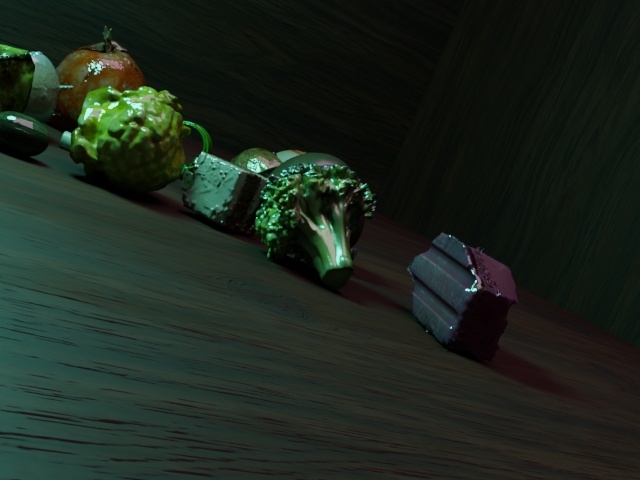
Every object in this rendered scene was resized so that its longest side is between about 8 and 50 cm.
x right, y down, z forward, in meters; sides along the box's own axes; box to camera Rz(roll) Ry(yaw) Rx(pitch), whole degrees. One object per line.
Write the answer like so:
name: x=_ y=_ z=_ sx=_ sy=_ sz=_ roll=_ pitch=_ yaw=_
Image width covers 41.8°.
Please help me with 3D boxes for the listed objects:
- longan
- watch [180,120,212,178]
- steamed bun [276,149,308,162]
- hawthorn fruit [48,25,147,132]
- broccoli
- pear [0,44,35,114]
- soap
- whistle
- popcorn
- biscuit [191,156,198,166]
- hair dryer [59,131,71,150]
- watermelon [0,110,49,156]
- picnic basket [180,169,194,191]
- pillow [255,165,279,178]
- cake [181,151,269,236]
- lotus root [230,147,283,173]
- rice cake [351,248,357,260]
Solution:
longan: x=-0.021 y=-0.079 z=1.872 sx=0.215 sy=0.246 sz=0.246 roll=1 pitch=20 yaw=-40
watch: x=-0.350 y=-0.239 z=2.265 sx=0.165 sy=0.152 sz=0.131 roll=22 pitch=4 yaw=2
steamed bun: x=-0.052 y=-0.182 z=2.619 sx=0.283 sy=0.177 sz=0.283 roll=27 pitch=0 yaw=0
hawthorn fruit: x=-0.572 y=-0.403 z=2.183 sx=0.276 sy=0.307 sz=0.276 roll=18 pitch=20 yaw=-7
broccoli: x=0.005 y=-0.028 z=1.594 sx=0.263 sy=0.247 sz=0.243 roll=82 pitch=-12 yaw=-55
pear: x=-0.719 y=-0.318 z=1.609 sx=0.255 sy=0.164 sz=0.238 roll=18 pitch=17 yaw=0
soap: x=0.255 y=0.091 z=1.577 sx=0.112 sy=0.182 sz=0.289 roll=25 pitch=6 yaw=-20
whistle: x=-0.714 y=-0.323 z=1.810 sx=0.348 sy=0.189 sz=0.189 roll=0 pitch=12 yaw=-13
popcorn: x=-0.381 y=-0.198 z=1.641 sx=0.251 sy=0.206 sz=0.237 roll=-5 pitch=41 yaw=-40
biscuit: x=-0.216 y=-0.137 z=2.028 sx=0.215 sy=0.034 sz=0.182 roll=36 pitch=-20 yaw=-17
hair dryer: x=-0.553 y=-0.217 z=1.907 sx=0.063 sy=0.038 sz=0.124 roll=24 pitch=-1 yaw=-12
watermelon: x=-0.548 y=-0.193 z=1.520 sx=0.111 sy=0.078 sz=0.078 roll=20 pitch=7 yaw=-32
picnic basket: x=-0.234 y=-0.102 z=1.959 sx=0.193 sy=0.055 sz=0.110 roll=27 pitch=1 yaw=13
pillow: x=-0.072 y=-0.110 z=2.025 sx=0.130 sy=0.033 sz=0.217 roll=-14 pitch=-38 yaw=39
cake: x=-0.187 y=-0.095 z=1.719 sx=0.134 sy=0.135 sz=0.147 roll=26 pitch=2 yaw=24
lotus root: x=-0.169 y=-0.188 z=2.445 sx=0.257 sy=0.154 sz=0.140 roll=31 pitch=-24 yaw=22
rice cake: x=0.000 y=0.000 z=2.009 sx=0.042 sy=0.045 sz=0.245 roll=32 pitch=-2 yaw=-43
